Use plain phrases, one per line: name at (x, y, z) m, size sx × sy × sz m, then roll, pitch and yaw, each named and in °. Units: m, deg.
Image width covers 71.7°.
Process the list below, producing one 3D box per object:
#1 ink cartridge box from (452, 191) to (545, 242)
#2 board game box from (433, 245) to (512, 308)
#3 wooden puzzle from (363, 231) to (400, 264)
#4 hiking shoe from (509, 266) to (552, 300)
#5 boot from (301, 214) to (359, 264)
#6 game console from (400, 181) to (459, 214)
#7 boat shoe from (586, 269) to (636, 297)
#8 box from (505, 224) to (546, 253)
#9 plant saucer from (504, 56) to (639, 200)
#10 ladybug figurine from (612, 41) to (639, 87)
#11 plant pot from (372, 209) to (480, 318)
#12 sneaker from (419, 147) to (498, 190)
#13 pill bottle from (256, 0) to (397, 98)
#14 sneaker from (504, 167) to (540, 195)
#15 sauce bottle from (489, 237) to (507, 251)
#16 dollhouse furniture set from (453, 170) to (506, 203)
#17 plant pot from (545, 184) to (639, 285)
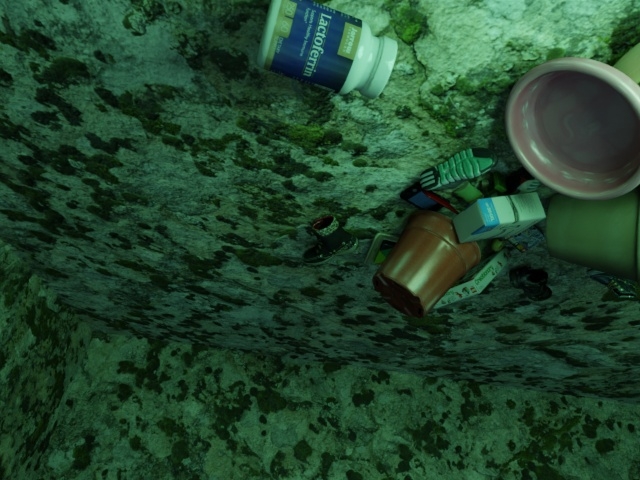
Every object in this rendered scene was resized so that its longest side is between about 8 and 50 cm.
ink cartridge box at (0.519, -0.065, 1.296) m, size 0.204 × 0.085 × 0.148 m, roll -7°, pitch 161°, yaw -14°
board game box at (0.531, 0.129, 1.563) m, size 0.193 × 0.305 × 0.053 m, roll -34°, pitch 86°, yaw 46°
wooden puzzle at (0.300, 0.056, 1.690) m, size 0.239 × 0.044 × 0.220 m, roll 9°, pitch 148°, yaw -3°
hiking shoe at (0.845, 0.171, 1.723) m, size 0.227 × 0.086 × 0.114 m, roll 24°, pitch 148°, yaw -24°
boot at (0.001, -0.002, 1.621) m, size 0.237 × 0.085 × 0.178 m, roll -19°, pitch 138°, yaw 26°
game console at (0.336, -0.110, 1.372) m, size 0.144 × 0.085 × 0.124 m, roll 25°, pitch 143°, yaw -26°
boat shoe at (1.096, 0.161, 1.659) m, size 0.184 × 0.083 × 0.065 m, roll 11°, pitch 148°, yaw -5°
box at (0.680, -0.015, 1.476) m, size 0.094 × 0.027 × 0.137 m, roll -39°, pitch 134°, yaw 25°
plant saucer at (0.566, -0.245, 0.967) m, size 0.332 × 0.084 × 0.332 m, roll 48°, pitch 163°, yaw 19°
ladybug figurine at (0.733, -0.278, 0.875) m, size 0.305 × 0.162 × 0.449 m, roll 52°, pitch 164°, yaw 6°
plant pot at (0.324, 0.090, 1.429) m, size 0.273 × 0.265 × 0.272 m, roll 36°, pitch 158°, yaw 17°
sneaker at (0.398, -0.196, 1.253) m, size 0.224 × 0.083 × 0.098 m, roll -15°, pitch 164°, yaw 38°
pill bottle at (0.012, -0.394, 0.915) m, size 0.265 × 0.153 × 0.153 m, roll 14°, pitch 148°, yaw -13°
sneaker at (0.600, -0.176, 1.255) m, size 0.076 × 0.057 × 0.161 m, roll 5°, pitch 151°, yaw -30°
sauce bottle at (0.622, -0.008, 1.521) m, size 0.042 × 0.042 × 0.128 m, roll 6°, pitch 148°, yaw 2°
dollhouse furniture set at (0.477, -0.141, 1.318) m, size 0.076 × 0.058 × 0.152 m, roll 25°, pitch 144°, yaw -26°
plant pot at (0.797, -0.037, 1.228) m, size 0.281 × 0.322 × 0.323 m, roll 2°, pitch 152°, yaw 38°
